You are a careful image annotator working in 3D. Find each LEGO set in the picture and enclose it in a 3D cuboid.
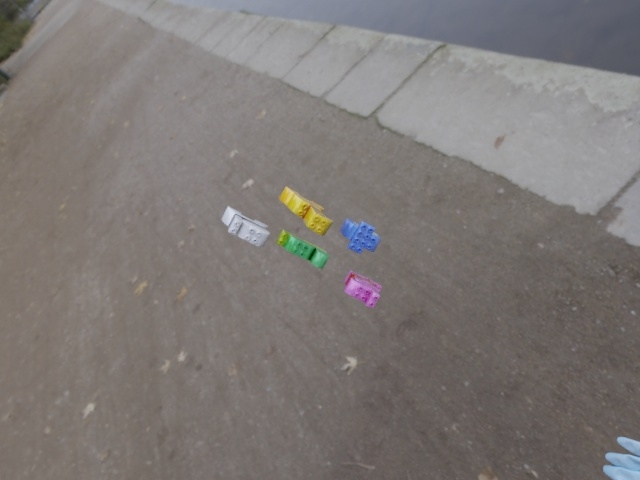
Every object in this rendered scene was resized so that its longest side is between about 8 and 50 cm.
[{"bbox_3d":[0.000,0.000,0.745,0.087,0.227,0.093,-61,15,9],"label":"LEGO set"}]

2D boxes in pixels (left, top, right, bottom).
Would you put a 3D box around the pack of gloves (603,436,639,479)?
[{"bbox_3d":[0.366,0.305,0.590,0.046,0.195,0.232,-12,2,-27],"label":"pack of gloves"}]
